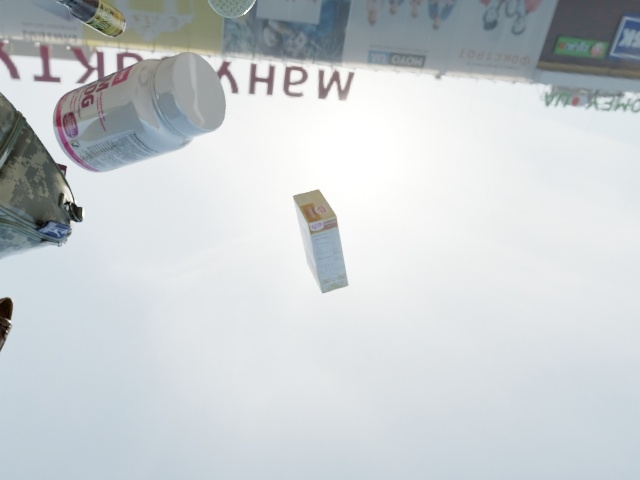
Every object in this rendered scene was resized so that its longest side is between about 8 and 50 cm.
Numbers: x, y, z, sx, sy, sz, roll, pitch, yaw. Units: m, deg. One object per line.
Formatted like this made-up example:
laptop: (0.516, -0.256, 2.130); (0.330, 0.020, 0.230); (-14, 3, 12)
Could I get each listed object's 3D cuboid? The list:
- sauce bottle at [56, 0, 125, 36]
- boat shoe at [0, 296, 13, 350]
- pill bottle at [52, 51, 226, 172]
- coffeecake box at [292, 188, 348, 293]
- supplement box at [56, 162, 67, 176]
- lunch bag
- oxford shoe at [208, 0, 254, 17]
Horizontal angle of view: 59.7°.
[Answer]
sauce bottle: (-0.303, -0.303, 0.730); (0.042, 0.042, 0.128); (15, -172, 8)
boat shoe: (-0.639, 0.172, 1.087); (0.060, 0.064, 0.178); (-36, -143, 5)
pill bottle: (-0.317, -0.224, 0.985); (0.282, 0.161, 0.160); (-10, -161, 28)
coffeecake box: (0.000, 0.000, 1.247); (0.068, 0.186, 0.142); (-16, -148, -8)
supplement box: (-0.675, -0.125, 1.279); (0.188, 0.104, 0.080); (-1, 171, 34)
lunch bag: (-0.537, -0.067, 0.798); (0.304, 0.256, 0.213); (-16, -132, 11)
oxford shoe: (-0.217, -0.773, 1.328); (0.169, 0.450, 0.130); (-6, -156, -12)
